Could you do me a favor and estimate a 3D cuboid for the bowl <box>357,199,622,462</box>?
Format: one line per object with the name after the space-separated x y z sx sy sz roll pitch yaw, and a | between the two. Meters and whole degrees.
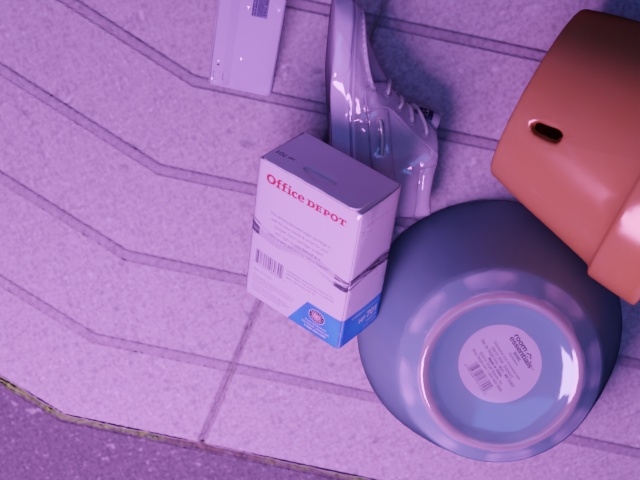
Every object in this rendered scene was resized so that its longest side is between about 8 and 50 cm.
0.195 0.124 1.500 0.312 0.163 0.311 1 105 2 | bowl

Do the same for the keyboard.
-0.073 -0.250 1.419 0.072 0.014 0.256 8 141 -5 | keyboard

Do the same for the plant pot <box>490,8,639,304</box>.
0.313 -0.108 1.391 0.203 0.291 0.291 31 104 11 | plant pot

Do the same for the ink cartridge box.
0.000 0.000 1.455 0.140 0.082 0.190 31 132 26 | ink cartridge box

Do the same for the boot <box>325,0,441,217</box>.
0.070 -0.145 1.482 0.123 0.095 0.258 -3 112 -3 | boot
